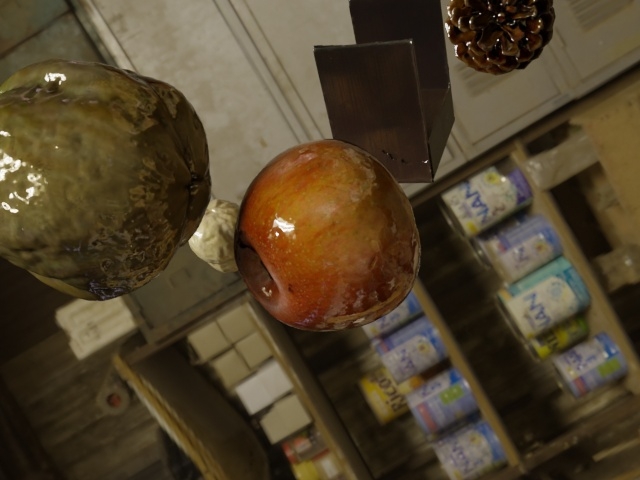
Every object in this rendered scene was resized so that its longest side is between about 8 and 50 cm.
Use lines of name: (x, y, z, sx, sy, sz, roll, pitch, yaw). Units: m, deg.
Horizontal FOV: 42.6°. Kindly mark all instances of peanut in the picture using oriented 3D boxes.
peanut: (-0.175, -0.008, 1.503, 0.123, 0.123, 0.257, 60, 177, 8)

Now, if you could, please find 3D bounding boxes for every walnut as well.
walnut: (-0.249, -0.063, 0.874, 0.283, 0.283, 0.227, 60, -150, -1)

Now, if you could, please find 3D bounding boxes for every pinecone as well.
pinecone: (0.263, -0.328, 1.200, 0.163, 0.163, 0.165, 60, -170, 2)

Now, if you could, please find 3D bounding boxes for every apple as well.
apple: (0.000, 0.000, 0.880, 0.210, 0.173, 0.235, 55, 165, 23)

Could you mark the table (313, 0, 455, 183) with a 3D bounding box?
table: (0.126, -0.288, 1.544, 0.250, 0.196, 0.282, -63, -32, -47)
